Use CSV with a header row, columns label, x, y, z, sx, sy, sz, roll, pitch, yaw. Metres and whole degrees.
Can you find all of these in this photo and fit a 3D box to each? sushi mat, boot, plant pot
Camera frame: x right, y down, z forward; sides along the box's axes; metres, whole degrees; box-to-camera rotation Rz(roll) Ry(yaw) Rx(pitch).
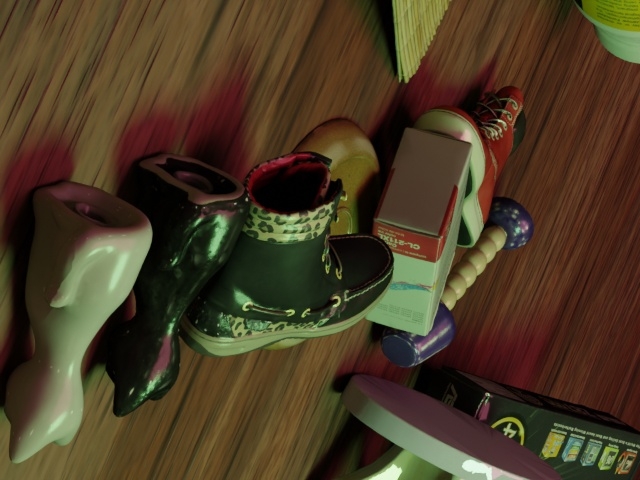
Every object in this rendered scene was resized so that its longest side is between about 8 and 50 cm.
label,x,y,z,sx,sy,sz,roll,pitch,yaw
sushi mat,0.100,-0.264,1.597,0.316,0.019,0.151,74,40,-73
boot,0.164,-0.121,1.859,0.176,0.088,0.244,-62,162,-19
boot,-0.003,0.002,1.488,0.236,0.085,0.179,-17,146,-38
plant pot,0.000,0.000,1.669,0.236,0.032,0.236,-45,147,-41

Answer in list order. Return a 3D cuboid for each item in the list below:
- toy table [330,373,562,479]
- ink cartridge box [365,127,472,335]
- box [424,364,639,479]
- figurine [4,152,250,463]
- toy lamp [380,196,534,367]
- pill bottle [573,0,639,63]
label,x,y,z,sx,sy,sz,roll,pitch,yaw
toy table,0.115,0.274,1.919,0.161,0.274,0.252,-62,-169,10
ink cartridge box,0.097,-0.006,1.758,0.175,0.072,0.127,94,13,-53
box,0.226,0.345,2.200,0.395,0.097,0.318,20,98,-48
figurine,-0.157,0.057,1.325,0.215,0.092,0.209,-22,133,-58
toy lamp,0.153,0.048,1.981,0.275,0.080,0.080,-48,149,-44
pill bottle,0.363,-0.348,1.957,0.188,0.188,0.334,-60,155,-20
